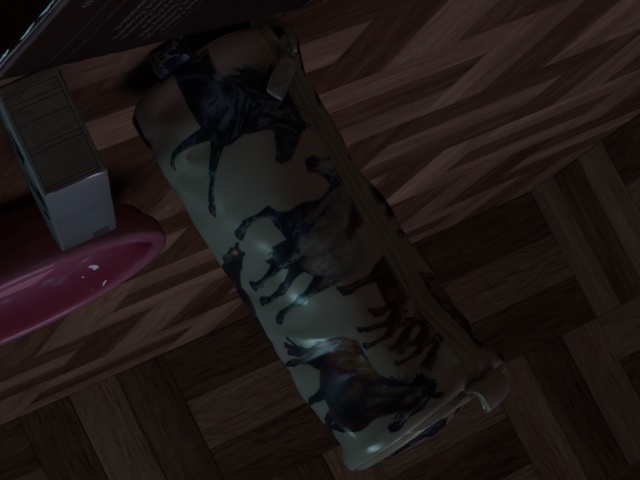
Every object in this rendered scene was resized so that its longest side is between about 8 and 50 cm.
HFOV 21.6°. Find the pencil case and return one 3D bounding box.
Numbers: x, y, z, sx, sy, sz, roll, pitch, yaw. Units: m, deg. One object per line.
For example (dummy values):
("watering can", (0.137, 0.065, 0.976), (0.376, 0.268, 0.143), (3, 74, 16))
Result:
("pencil case", (0.000, 0.000, 1.445), (0.160, 0.410, 0.183), (-23, 165, -39))

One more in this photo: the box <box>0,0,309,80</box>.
("box", (-0.071, -0.197, 0.762), (0.203, 0.168, 0.167), (-20, 170, -41))

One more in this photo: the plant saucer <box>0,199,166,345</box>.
("plant saucer", (-0.331, 0.038, 1.806), (0.332, 0.084, 0.332), (-26, 172, -4))

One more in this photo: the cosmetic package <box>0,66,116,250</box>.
("cosmetic package", (-0.223, -0.064, 1.430), (0.060, 0.099, 0.239), (-23, 172, -9))
